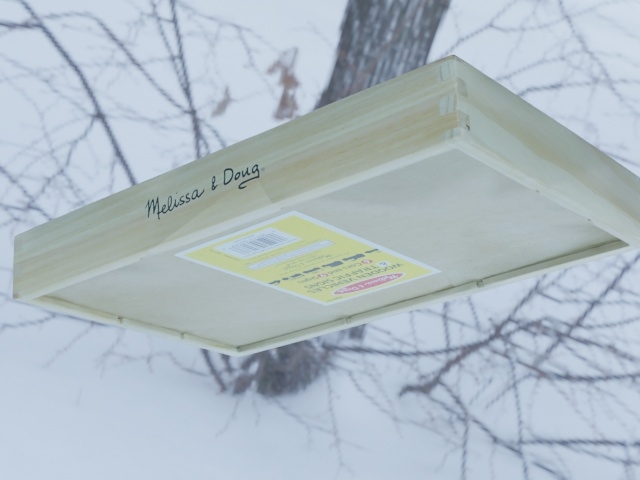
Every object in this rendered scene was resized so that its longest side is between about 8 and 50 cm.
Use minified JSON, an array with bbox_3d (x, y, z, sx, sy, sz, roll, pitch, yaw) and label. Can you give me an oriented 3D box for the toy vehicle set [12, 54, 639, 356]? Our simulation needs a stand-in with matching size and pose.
[{"bbox_3d":[0.000,0.000,0.554,0.266,0.035,0.166,-18,-26,35],"label":"toy vehicle set"}]
